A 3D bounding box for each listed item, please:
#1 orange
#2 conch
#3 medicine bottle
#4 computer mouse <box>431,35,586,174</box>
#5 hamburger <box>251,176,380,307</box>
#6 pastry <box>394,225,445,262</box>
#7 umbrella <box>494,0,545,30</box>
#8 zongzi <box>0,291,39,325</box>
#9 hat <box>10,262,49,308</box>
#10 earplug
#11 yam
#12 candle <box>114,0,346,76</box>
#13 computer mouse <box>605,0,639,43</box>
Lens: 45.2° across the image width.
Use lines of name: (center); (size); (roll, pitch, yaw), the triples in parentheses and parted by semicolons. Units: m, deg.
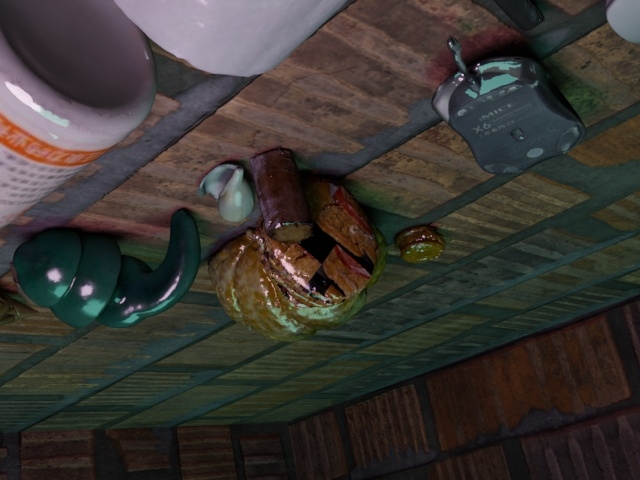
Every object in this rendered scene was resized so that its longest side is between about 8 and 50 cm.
orange: (-0.035, 0.083, 1.498); (0.369, 0.210, 0.271); (-24, 153, 23)
conch: (-0.147, -0.076, 1.249); (0.065, 0.088, 0.180); (-51, 165, -26)
medicine bottle: (-0.362, -0.122, 0.802); (0.372, 0.210, 0.211); (-27, 154, 33)
computer mouse: (0.256, -0.205, 1.094); (0.167, 0.090, 0.379); (-23, 151, 25)
hamburger: (0.000, 0.000, 1.289); (0.231, 0.230, 0.107); (-1, 168, -25)
pastry: (0.211, 0.009, 1.636); (0.109, 0.057, 0.097); (-21, 155, 19)
umbrella: (0.233, -0.293, 0.933); (0.036, 0.031, 0.133); (-46, 145, 20)
zongzi: (-0.598, 0.108, 1.422); (0.178, 0.081, 0.189); (2, 156, -30)
hat: (-0.509, 0.103, 1.456); (0.147, 0.084, 0.175); (-2, 155, -26)
earplug: (-0.366, 0.048, 1.301); (0.280, 0.163, 0.257); (19, 138, -34)
yam: (-0.060, -0.069, 1.188); (0.079, 0.141, 0.079); (-12, 158, -5)
candle: (-0.052, -0.263, 0.604); (0.221, 0.221, 0.343); (8, 153, -40)
computer mouse: (0.456, -0.299, 0.980); (0.231, 0.079, 0.128); (-1, 158, -34)
